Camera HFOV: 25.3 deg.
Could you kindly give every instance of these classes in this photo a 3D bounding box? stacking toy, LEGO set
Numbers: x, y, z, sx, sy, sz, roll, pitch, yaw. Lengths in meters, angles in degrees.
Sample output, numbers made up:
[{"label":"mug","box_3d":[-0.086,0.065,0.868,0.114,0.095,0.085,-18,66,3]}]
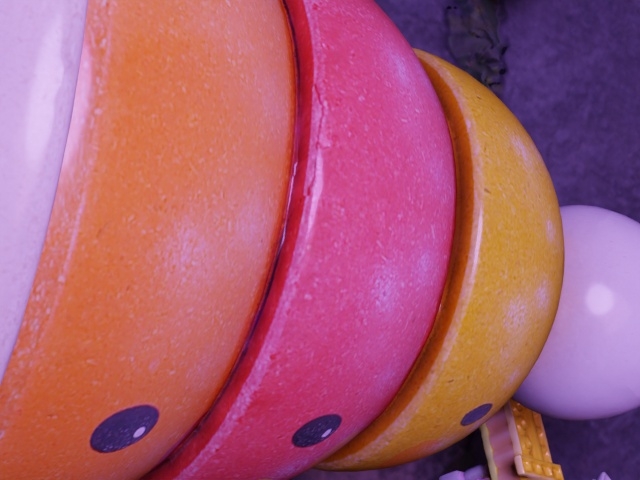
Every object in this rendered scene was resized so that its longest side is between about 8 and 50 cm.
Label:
[{"label":"stacking toy","box_3d":[0.000,0.000,0.679,0.480,0.351,0.350,12,80,-28]},{"label":"LEGO set","box_3d":[0.108,0.150,0.865,0.287,0.107,0.132,60,30,-4]}]
